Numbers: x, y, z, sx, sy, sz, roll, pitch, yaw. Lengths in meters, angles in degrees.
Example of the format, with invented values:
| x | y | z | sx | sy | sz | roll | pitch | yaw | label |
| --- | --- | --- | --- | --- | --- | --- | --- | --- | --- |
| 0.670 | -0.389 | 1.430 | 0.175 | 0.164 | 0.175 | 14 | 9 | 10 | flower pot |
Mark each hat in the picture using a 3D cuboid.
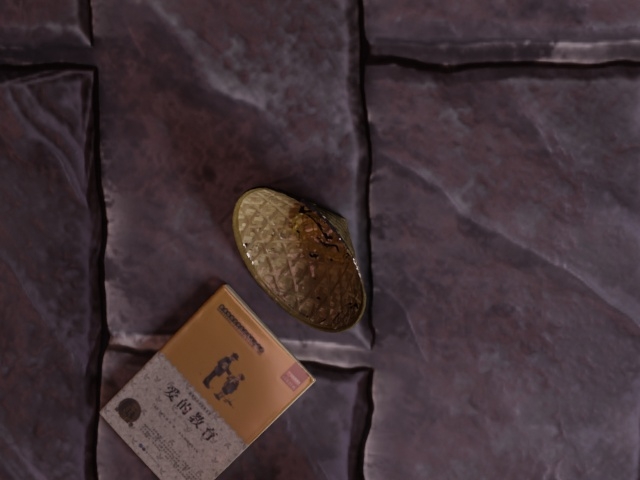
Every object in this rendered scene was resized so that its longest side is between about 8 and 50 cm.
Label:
| x | y | z | sx | sy | sz | roll | pitch | yaw | label |
| --- | --- | --- | --- | --- | --- | --- | --- | --- | --- |
| 0.000 | 0.000 | 1.382 | 0.146 | 0.067 | 0.146 | 30 | 142 | 27 | hat |

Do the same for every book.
| x | y | z | sx | sy | sz | roll | pitch | yaw | label |
| --- | --- | --- | --- | --- | --- | --- | --- | --- | --- |
| -0.102 | 0.137 | 1.445 | 0.118 | 0.012 | 0.172 | 46 | 105 | 6 | book |
